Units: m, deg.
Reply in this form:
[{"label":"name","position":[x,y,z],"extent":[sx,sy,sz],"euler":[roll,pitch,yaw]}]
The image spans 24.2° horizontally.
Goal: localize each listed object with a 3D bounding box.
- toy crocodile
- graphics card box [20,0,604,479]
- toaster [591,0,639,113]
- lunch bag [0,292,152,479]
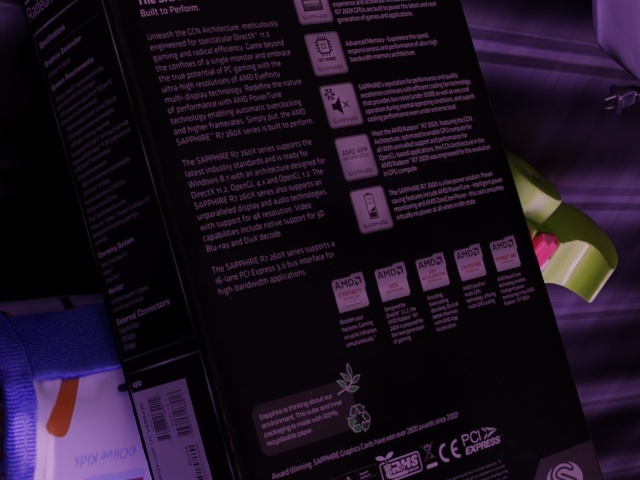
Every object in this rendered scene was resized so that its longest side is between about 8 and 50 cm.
[{"label":"toy crocodile","position":[0.103,-0.012,1.095],"extent":[0.115,0.105,0.340],"euler":[-52,146,14]},{"label":"graphics card box","position":[0.000,0.000,0.787],"extent":[0.233,0.371,0.094],"euler":[-13,174,-39]},{"label":"toaster","position":[0.273,-0.202,1.039],"extent":[0.227,0.129,0.146],"euler":[-34,143,-10]},{"label":"lunch bag","position":[-0.133,0.163,0.931],"extent":[0.328,0.239,0.385],"euler":[-6,140,-42]}]
